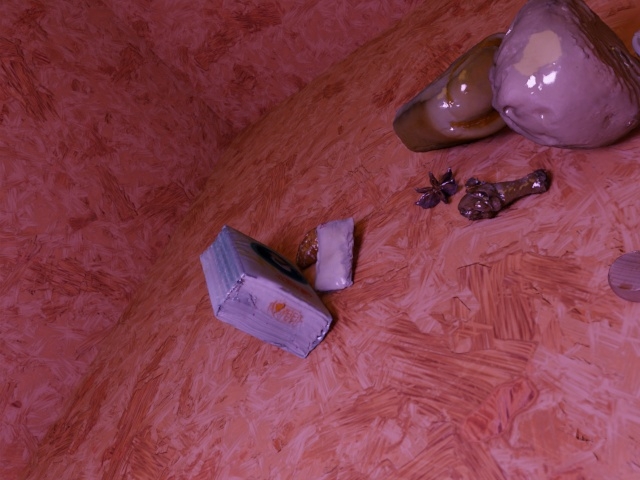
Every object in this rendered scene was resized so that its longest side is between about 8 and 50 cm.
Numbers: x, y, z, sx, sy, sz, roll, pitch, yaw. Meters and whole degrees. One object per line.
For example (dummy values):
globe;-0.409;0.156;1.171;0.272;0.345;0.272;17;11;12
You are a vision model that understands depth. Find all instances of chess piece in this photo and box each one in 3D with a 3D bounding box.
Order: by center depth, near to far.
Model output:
chess piece;0.496;0.056;0.728;0.084;0.038;0.083;-32;33;24

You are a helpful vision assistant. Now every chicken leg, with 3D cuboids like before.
chicken leg;0.398;-0.105;1.043;0.196;0.080;0.125;-11;31;47

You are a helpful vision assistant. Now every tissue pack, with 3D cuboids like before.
tissue pack;-0.164;0.124;1.288;0.162;0.287;0.388;-56;26;6

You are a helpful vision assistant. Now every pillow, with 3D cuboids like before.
pillow;0.039;0.040;1.335;0.128;0.051;0.229;-16;56;30

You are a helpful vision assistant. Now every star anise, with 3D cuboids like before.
star anise;0.308;-0.131;1.236;0.141;0.042;0.141;-31;34;24

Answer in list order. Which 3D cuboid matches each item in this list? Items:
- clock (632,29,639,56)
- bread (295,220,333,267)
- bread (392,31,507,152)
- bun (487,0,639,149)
clock;0.711;-0.346;0.870;0.237;0.053;0.236;-6;46;6
bread;0.000;0.000;1.461;0.233;0.076;0.105;-34;31;19
bread;0.386;-0.361;1.203;0.300;0.210;0.341;-45;8;-12
bun;0.498;-0.326;0.950;0.362;0.326;0.234;-53;2;-43
